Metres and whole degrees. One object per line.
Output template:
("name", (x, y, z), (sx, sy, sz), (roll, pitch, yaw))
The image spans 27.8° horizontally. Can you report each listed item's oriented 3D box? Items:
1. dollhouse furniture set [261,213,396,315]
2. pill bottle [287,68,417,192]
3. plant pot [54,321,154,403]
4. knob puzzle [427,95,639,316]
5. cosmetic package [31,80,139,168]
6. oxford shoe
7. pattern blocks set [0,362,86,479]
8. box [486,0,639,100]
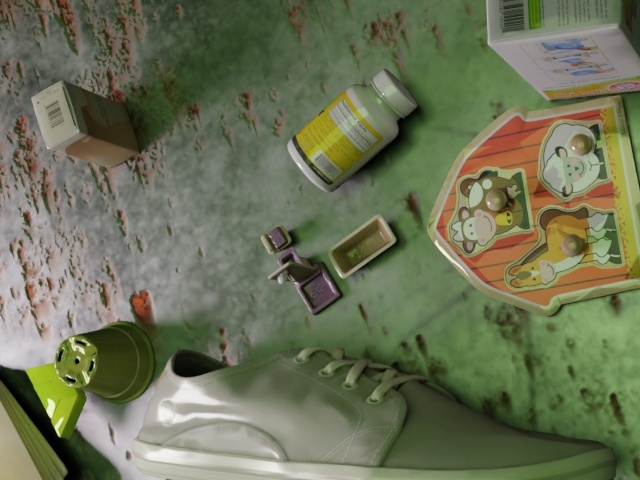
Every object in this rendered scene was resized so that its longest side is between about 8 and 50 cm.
("dollhouse furniture set", (0.000, 0.000, 1.191), (0.114, 0.081, 0.091), (-36, 72, 16))
("pill bottle", (0.031, -0.104, 1.198), (0.116, 0.065, 0.065), (-40, 70, 14))
("plant pot", (-0.219, 0.120, 1.275), (0.083, 0.079, 0.083), (-3, 83, 23))
("knob puzzle", (0.184, -0.028, 1.142), (0.213, 0.030, 0.213), (-3, 83, 23))
("cosmetic package", (-0.232, -0.114, 1.287), (0.041, 0.115, 0.060), (-25, 76, 18))
("oxford shoe", (0.030, 0.158, 1.120), (0.449, 0.169, 0.130), (1, 83, 29))
("pattern blocks set", (-0.352, 0.233, 1.324), (0.285, 0.026, 0.324), (-35, 61, 13))
("box", (0.210, -0.193, 1.054), (0.103, 0.203, 0.114), (-5, 81, 23))
